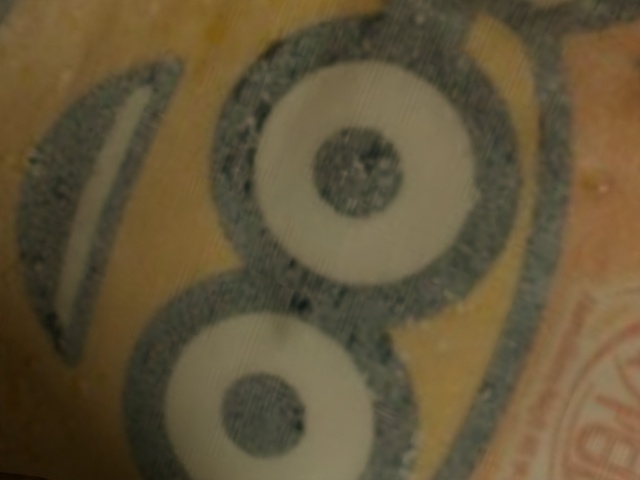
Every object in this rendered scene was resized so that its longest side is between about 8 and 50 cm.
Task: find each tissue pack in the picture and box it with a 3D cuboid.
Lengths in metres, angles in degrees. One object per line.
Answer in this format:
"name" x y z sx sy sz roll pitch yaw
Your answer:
"tissue pack" 0.000 0.000 0.543 0.128 0.311 0.228 -38 151 -73

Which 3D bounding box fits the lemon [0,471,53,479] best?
"lemon" -0.105 0.176 0.425 0.310 0.253 0.253 -11 135 -39
